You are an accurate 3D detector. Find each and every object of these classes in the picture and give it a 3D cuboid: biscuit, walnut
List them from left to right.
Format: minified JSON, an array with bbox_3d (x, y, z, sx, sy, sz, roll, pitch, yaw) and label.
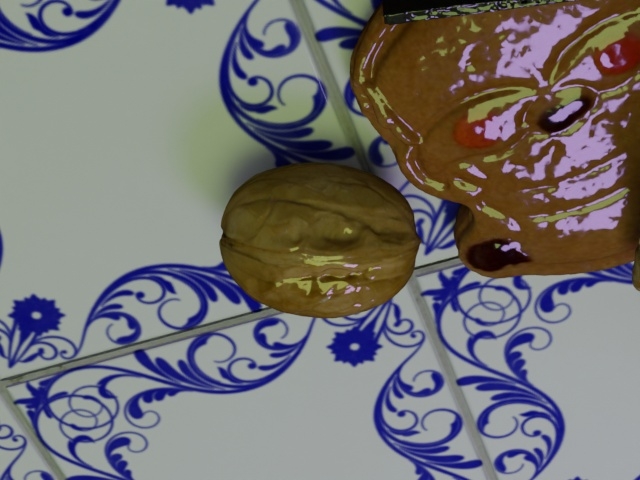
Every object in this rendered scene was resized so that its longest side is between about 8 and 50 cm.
[{"bbox_3d":[0.000,0.000,1.560,0.207,0.159,0.159,1,129,0],"label":"walnut"},{"bbox_3d":[0.230,-0.144,1.506,0.350,0.078,0.455,-28,124,15],"label":"biscuit"}]

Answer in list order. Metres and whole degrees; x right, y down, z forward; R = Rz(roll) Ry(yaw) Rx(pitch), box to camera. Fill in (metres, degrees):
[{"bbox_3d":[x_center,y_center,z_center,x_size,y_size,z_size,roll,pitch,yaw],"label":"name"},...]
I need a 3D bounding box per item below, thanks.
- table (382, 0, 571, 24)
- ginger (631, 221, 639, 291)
[{"bbox_3d":[0.115,-0.350,1.190,0.196,0.282,0.250,-5,130,2],"label":"table"},{"bbox_3d":[0.425,0.048,1.608,0.348,0.122,0.363,5,139,-26],"label":"ginger"}]
